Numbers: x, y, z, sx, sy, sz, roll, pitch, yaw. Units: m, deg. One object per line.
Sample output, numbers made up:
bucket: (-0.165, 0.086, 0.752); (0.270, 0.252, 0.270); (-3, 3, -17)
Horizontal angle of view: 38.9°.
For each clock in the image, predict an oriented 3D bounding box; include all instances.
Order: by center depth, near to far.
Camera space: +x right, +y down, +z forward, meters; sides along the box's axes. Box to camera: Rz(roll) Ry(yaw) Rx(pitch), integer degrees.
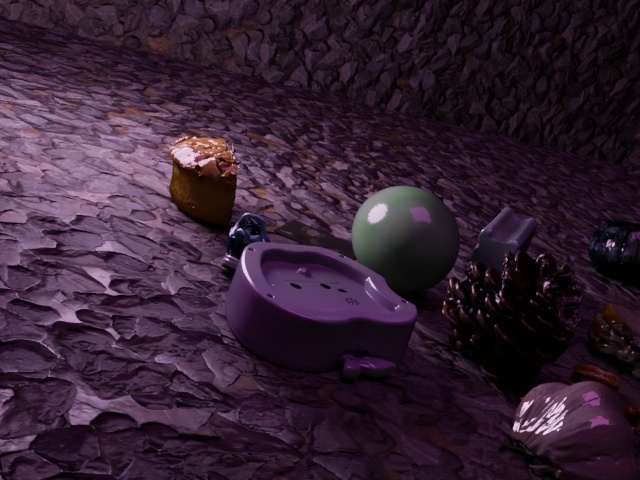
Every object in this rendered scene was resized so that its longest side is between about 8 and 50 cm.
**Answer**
clock: (-0.003, 0.118, 1.586); (0.338, 0.102, 0.338); (17, 20, -6)

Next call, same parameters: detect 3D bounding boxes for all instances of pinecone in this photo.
pinecone: (0.361, 0.141, 1.673); (0.257, 0.243, 0.243); (-8, 1, 35)

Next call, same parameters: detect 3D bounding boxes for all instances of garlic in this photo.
garlic: (0.412, 0.298, 1.431); (0.178, 0.143, 0.229); (9, 30, -32)

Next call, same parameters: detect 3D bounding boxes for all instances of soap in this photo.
soap: (0.415, 0.034, 2.097); (0.095, 0.173, 0.289); (25, 20, 15)

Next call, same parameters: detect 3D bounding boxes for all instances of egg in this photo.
egg: (0.177, -0.005, 1.909); (0.220, 0.220, 0.269); (13, 14, -15)

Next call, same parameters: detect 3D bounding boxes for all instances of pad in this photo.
pad: (0.000, 0.000, 2.060); (0.190, 0.004, 0.127); (24, 20, 13)

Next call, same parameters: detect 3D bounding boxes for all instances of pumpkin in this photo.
pumpkin: (0.872, 0.032, 2.549); (0.233, 0.163, 0.233); (11, 11, -2)

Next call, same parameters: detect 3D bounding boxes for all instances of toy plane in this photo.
toy plane: (0.501, 0.304, 1.632); (0.135, 0.062, 0.188); (3, 11, -38)

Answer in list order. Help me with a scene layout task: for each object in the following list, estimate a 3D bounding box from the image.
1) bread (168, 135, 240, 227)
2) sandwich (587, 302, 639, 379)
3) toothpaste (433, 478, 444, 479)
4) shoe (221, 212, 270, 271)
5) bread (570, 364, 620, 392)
bread: (-0.264, -0.141, 1.985); (0.147, 0.160, 0.260); (3, 27, -18)
sandwich: (0.711, 0.252, 1.894); (0.254, 0.099, 0.288); (21, 18, -14)
toothpaste: (0.209, 0.391, 1.137); (0.062, 0.039, 0.239); (13, 21, -37)
shoe: (-0.136, -0.001, 1.786); (0.091, 0.106, 0.207); (20, 13, -2)
bread: (0.518, 0.265, 1.712); (0.083, 0.044, 0.110); (19, -9, 6)
